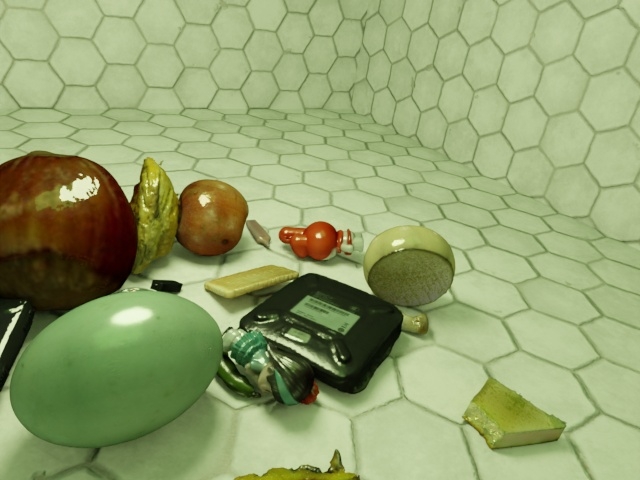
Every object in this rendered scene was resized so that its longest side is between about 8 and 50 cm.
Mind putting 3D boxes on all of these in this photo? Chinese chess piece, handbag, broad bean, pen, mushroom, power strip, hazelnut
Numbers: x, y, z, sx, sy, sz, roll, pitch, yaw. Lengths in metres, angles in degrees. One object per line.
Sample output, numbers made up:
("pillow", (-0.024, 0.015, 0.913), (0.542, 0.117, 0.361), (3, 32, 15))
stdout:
("Chinese chess piece", (0.261, 0.079, 1.455), (0.270, 0.270, 0.112), (8, 43, -2))
("handbag", (-0.751, 0.228, 1.007), (0.244, 0.088, 0.275), (6, 42, -12))
("broad bean", (-0.227, 0.287, 1.151), (0.065, 0.046, 0.254), (-5, 32, -39))
("pen", (-0.218, -0.024, 1.753), (0.053, 0.032, 0.197), (-4, 28, -26))
("mushroom", (0.215, 0.217, 1.419), (0.202, 0.054, 0.059), (18, 23, 27))
("power strip", (-0.426, 0.127, 1.359), (0.038, 0.029, 0.111), (17, -1, 16))
("hazelnut", (-0.678, -0.024, 1.234), (0.421, 0.421, 0.353), (15, -11, 11))

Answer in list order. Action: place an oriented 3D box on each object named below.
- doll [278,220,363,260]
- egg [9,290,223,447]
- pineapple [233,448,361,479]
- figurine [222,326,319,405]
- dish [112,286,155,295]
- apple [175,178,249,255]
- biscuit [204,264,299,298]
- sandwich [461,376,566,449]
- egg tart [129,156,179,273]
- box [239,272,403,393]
("doll", (0.000, 0.000, 1.674), (0.290, 0.130, 0.161), (2, 28, -2))
("egg", (-0.375, 0.239, 0.948), (0.389, 0.276, 0.276), (-12, 35, -37))
("pineapple", (-0.074, 0.466, 0.806), (0.334, 0.158, 0.161), (-7, -7, -36))
("figurine", (-0.116, 0.278, 1.111), (0.245, 0.110, 0.138), (30, 1, 28))
("dish", (-0.472, 0.175, 1.247), (0.229, 0.081, 0.229), (7, 27, -4))
("apple", (-0.349, -0.070, 1.586), (0.253, 0.253, 0.253), (7, 28, -4))
("biscuit", (-0.202, 0.119, 1.451), (0.250, 0.030, 0.160), (-14, 15, -38))
("sandwich", (0.432, 0.415, 1.109), (0.193, 0.058, 0.162), (29, 36, 30))
("egg tart", (-0.519, -0.082, 1.501), (0.153, 0.339, 0.351), (15, 14, -30))
("box", (0.013, 0.224, 1.298), (0.359, 0.091, 0.350), (20, 29, 24))
